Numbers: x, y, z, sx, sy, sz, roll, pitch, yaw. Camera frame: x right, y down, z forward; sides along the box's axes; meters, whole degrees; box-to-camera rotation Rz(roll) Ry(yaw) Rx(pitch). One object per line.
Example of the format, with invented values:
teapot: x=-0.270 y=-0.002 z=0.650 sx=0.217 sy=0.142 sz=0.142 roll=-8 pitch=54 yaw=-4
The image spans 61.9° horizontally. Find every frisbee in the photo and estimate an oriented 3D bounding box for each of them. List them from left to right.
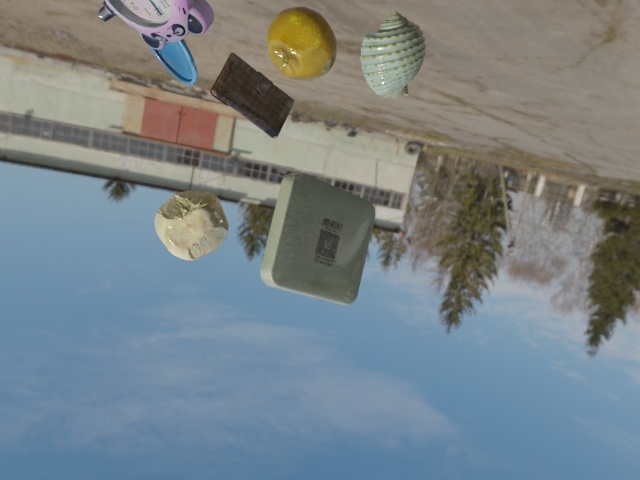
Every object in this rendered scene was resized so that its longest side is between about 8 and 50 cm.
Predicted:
frisbee: x=-0.417 y=-0.546 z=1.486 sx=0.242 sy=0.045 sz=0.242 roll=39 pitch=161 yaw=17

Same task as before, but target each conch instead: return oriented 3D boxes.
conch: x=0.148 y=-0.370 z=1.057 sx=0.135 sy=0.154 sz=0.102 roll=-11 pitch=179 yaw=-18

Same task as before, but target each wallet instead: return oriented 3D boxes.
wallet: x=-0.174 y=-0.376 z=1.403 sx=0.230 sy=0.124 sz=0.042 roll=30 pitch=174 yaw=-41

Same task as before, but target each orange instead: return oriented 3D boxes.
orange: x=-0.073 y=-0.727 z=1.994 sx=0.279 sy=0.235 sz=0.279 roll=32 pitch=162 yaw=12

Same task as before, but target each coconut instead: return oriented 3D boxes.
coconut: x=-0.324 y=-0.041 z=1.348 sx=0.194 sy=0.195 sz=0.194 roll=12 pitch=-170 yaw=-2

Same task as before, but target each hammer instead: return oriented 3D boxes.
hammer: x=-0.663 y=-0.855 z=1.890 sx=0.289 sy=0.137 sz=0.037 roll=-24 pitch=-166 yaw=14

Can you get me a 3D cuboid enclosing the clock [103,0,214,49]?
clock: x=-0.349 y=-0.512 z=1.070 sx=0.227 sy=0.090 sz=0.248 roll=-2 pitch=143 yaw=34

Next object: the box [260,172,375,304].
box: x=0.000 y=0.000 z=1.736 sx=0.367 sy=0.374 sz=0.090 roll=20 pitch=169 yaw=-37
